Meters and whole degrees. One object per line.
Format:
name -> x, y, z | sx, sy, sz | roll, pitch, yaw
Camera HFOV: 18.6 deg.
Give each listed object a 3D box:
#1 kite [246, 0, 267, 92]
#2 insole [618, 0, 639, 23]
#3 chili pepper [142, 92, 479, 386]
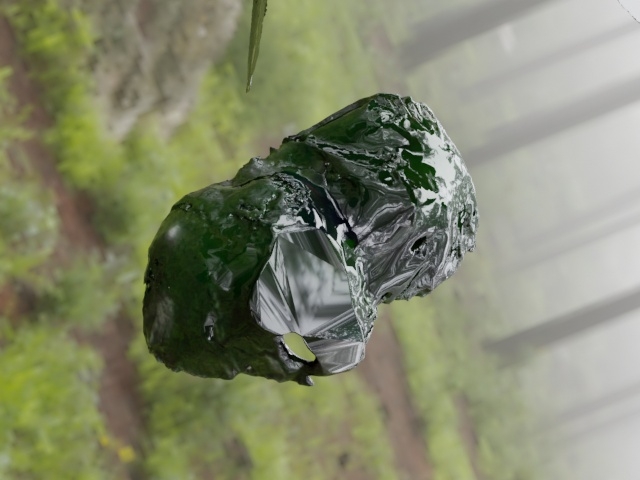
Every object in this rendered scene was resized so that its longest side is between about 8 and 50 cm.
kite -> -0.024, -0.198, 1.017 | 0.141, 0.015, 0.245 | 132, -38, -76
insole -> 0.155, -0.267, 1.217 | 0.109, 0.007, 0.322 | -9, 71, -45
chili pepper -> 0.001, 0.002, 1.335 | 0.116, 0.265, 0.148 | 16, -51, 61
